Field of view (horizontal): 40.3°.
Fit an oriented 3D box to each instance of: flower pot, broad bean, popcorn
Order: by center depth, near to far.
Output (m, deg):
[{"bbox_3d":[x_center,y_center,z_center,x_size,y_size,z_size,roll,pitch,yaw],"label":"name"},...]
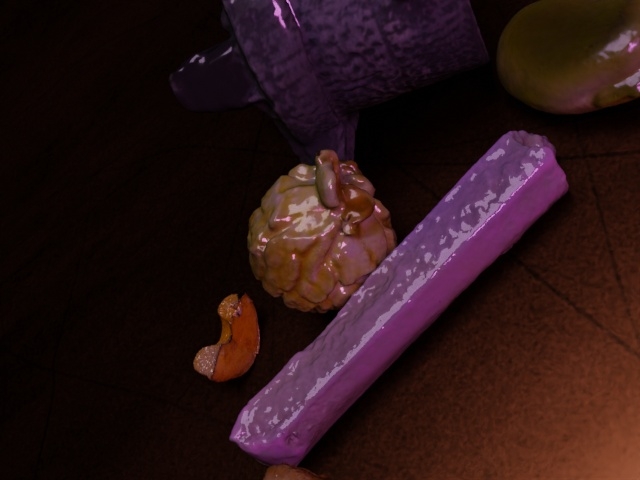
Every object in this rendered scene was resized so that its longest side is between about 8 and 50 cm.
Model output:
[{"bbox_3d":[0.245,-0.171,0.801,0.174,0.082,0.124,0,61,46],"label":"broad bean"},{"bbox_3d":[0.000,0.000,0.815,0.135,0.162,0.141,-30,82,-27],"label":"popcorn"},{"bbox_3d":[0.005,-0.218,0.867,0.282,0.299,0.299,-18,52,13],"label":"flower pot"}]

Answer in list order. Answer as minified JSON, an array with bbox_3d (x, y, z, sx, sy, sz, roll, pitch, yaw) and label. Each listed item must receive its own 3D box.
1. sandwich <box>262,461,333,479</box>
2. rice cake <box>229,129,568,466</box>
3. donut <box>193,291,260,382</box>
[{"bbox_3d":[0.004,0.323,0.624,0.254,0.099,0.288,17,71,40],"label":"sandwich"},{"bbox_3d":[0.074,0.053,0.773,0.399,0.070,0.064,-46,51,1],"label":"rice cake"},{"bbox_3d":[-0.095,0.095,0.866,0.038,0.067,0.083,-7,91,50],"label":"donut"}]
